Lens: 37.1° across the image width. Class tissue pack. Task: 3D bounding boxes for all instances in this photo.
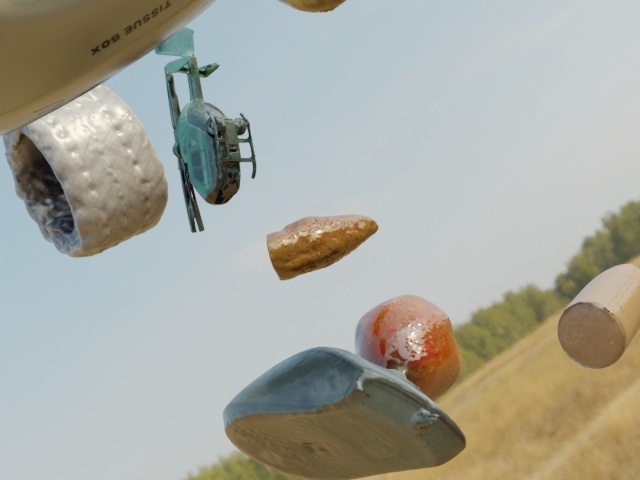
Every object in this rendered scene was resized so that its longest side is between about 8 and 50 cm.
[{"bbox_3d":[-0.221,-0.238,0.759,0.333,0.229,0.236,-37,-10,-17],"label":"tissue pack"}]

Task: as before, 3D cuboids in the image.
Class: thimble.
[{"bbox_3d":[-0.352,-0.104,1.416,0.157,0.245,0.217,-30,20,-36],"label":"thimble"}]

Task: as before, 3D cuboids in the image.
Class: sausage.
[{"bbox_3d":[0.518,0.130,1.718,0.123,0.123,0.253,-42,-9,34],"label":"sausage"}]

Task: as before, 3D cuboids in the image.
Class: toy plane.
[{"bbox_3d":[-0.134,-0.130,1.077,0.096,0.235,0.060,-12,-3,38],"label":"toy plane"}]

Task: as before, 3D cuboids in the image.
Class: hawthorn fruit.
[{"bbox_3d":[0.144,0.198,1.627,0.199,0.199,0.251,-36,0,12],"label":"hawthorn fruit"}]

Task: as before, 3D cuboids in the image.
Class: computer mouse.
[{"bbox_3d":[0.024,0.207,1.171,0.371,0.188,0.122,-19,41,51],"label":"computer mouse"}]

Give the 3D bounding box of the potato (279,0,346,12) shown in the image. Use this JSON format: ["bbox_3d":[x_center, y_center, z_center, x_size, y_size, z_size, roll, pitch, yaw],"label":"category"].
[{"bbox_3d":[-0.047,-0.444,1.415,0.138,0.243,0.098,-31,12,7],"label":"potato"}]

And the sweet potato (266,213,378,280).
[{"bbox_3d":[0.000,0.000,1.694,0.252,0.097,0.097,-20,-17,-35],"label":"sweet potato"}]
